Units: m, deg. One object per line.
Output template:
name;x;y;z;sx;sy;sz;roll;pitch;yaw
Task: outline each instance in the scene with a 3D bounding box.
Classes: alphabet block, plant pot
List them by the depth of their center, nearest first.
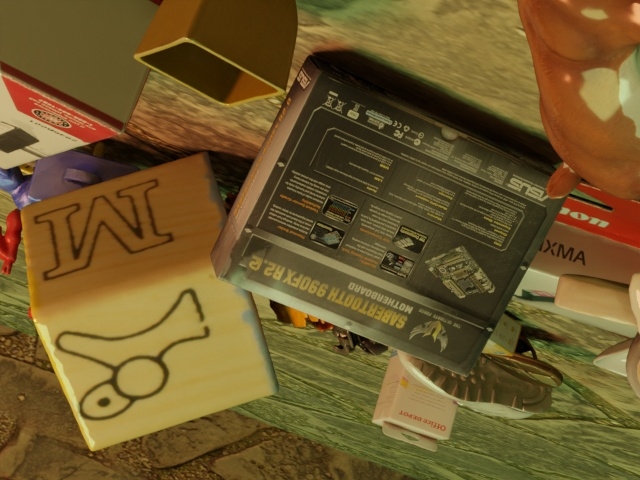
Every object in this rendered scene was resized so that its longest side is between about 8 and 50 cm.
plant pot;-0.063;-0.148;0.938;0.081;0.083;0.081;26;164;-29
alphabet block;-0.169;0.058;1.366;0.197;0.193;0.192;-16;126;-4

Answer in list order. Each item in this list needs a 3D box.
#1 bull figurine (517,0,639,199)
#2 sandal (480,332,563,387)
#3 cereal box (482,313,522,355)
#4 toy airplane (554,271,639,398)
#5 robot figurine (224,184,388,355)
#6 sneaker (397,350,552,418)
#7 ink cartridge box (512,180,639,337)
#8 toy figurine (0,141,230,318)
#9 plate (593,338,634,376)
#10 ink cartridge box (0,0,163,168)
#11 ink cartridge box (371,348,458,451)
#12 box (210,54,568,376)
bull figurine;0.191;-0.083;0.785;0.188;0.101;0.310;29;169;30
sandal;0.224;0.129;1.715;0.180;0.049;0.072;25;168;42
cereal box;0.100;0.069;1.625;0.173;0.047;0.240;3;160;44
toy airplane;0.399;0.098;0.917;0.384;0.272;0.386;25;164;-27
robot figurine;0.000;0.000;1.276;0.211;0.085;0.291;66;160;-6
sneaker;0.193;0.186;1.846;0.235;0.090;0.095;25;155;-22
ink cartridge box;0.197;0.003;1.244;0.275;0.060;0.239;18;167;0
toy figurine;-0.232;-0.010;1.483;0.362;0.191;0.217;17;161;-2
plate;0.458;0.137;1.451;0.278;0.045;0.277;19;165;-3
ink cartridge box;-0.273;-0.157;1.100;0.197;0.114;0.273;26;165;-27
ink cartridge box;0.137;0.214;1.929;0.092;0.143;0.090;21;165;-11
box;0.055;-0.016;1.093;0.231;0.183;0.056;22;-164;-17
